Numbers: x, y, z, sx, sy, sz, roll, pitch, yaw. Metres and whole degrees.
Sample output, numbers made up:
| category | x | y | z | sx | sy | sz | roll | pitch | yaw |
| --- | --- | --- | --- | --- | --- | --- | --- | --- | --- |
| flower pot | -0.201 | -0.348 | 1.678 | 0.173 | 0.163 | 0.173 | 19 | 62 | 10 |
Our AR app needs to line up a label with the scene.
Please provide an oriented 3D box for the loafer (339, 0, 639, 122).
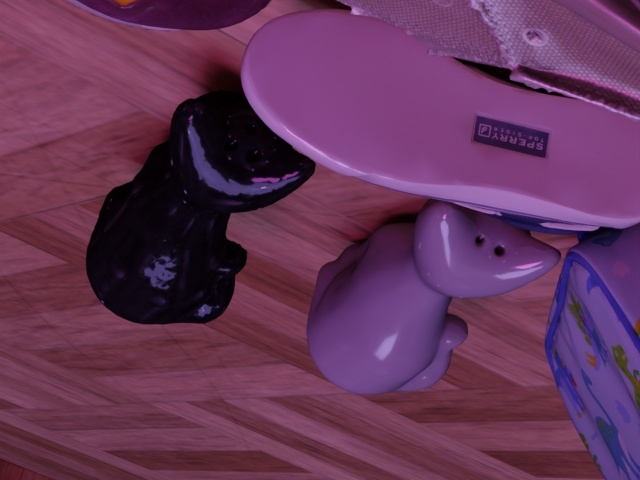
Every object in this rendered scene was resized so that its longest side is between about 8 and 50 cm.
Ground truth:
| category | x | y | z | sx | sy | sz | roll | pitch | yaw |
| --- | --- | --- | --- | --- | --- | --- | --- | --- | --- |
| loafer | 0.080 | -0.094 | 0.549 | 0.269 | 0.102 | 0.092 | 26 | 164 | 2 |

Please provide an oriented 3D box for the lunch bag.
| category | x | y | z | sx | sy | sz | roll | pitch | yaw |
| --- | --- | --- | --- | --- | --- | --- | --- | --- | --- |
| lunch bag | 0.182 | 0.077 | 0.866 | 0.176 | 0.090 | 0.219 | 58 | 171 | 19 |

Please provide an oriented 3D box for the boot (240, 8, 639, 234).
| category | x | y | z | sx | sy | sz | roll | pitch | yaw |
| --- | --- | --- | --- | --- | --- | --- | --- | --- | --- |
| boot | 0.051 | -0.041 | 0.771 | 0.190 | 0.069 | 0.086 | 19 | 168 | -10 |

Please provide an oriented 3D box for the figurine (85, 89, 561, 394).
| category | x | y | z | sx | sy | sz | roll | pitch | yaw |
| --- | --- | --- | --- | --- | --- | --- | --- | --- | --- |
| figurine | 0.000 | 0.000 | 0.930 | 0.215 | 0.092 | 0.209 | 19 | 158 | -11 |

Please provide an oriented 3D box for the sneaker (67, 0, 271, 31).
| category | x | y | z | sx | sy | sz | roll | pitch | yaw |
| --- | --- | --- | --- | --- | --- | --- | --- | --- | --- |
| sneaker | -0.088 | -0.130 | 0.627 | 0.185 | 0.069 | 0.084 | 23 | 167 | -21 |
